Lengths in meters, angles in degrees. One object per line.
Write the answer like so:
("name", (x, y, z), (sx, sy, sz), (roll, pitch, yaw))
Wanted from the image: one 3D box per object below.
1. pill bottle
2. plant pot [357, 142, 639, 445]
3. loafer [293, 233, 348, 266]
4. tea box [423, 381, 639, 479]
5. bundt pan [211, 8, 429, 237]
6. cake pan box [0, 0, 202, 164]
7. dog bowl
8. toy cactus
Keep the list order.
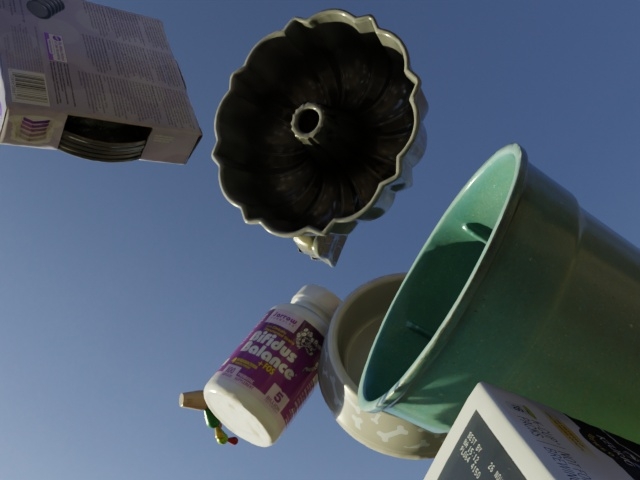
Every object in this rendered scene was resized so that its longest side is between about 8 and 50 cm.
("pill bottle", (-0.070, 0.229, 1.278), (0.301, 0.169, 0.169), (-50, -44, -34))
("plant pot", (0.270, 0.119, 0.748), (0.334, 0.341, 0.341), (29, -69, 0))
("loafer", (0.000, 0.000, 1.541), (0.094, 0.087, 0.251), (-67, -14, -5))
("tea box", (0.233, 0.294, 0.391), (0.323, 0.329, 0.220), (23, -80, -11))
("bundt pan", (0.009, -0.153, 0.959), (0.331, 0.331, 0.124), (-46, -28, 12))
("cake pan box", (-0.305, -0.220, 0.883), (0.245, 0.267, 0.070), (0, -38, -36))
("dog bowl", (0.166, 0.203, 1.181), (0.348, 0.349, 0.102), (-15, -42, -11))
("toy cactus", (-0.259, 0.407, 1.656), (0.180, 0.112, 0.219), (8, -83, -29))
